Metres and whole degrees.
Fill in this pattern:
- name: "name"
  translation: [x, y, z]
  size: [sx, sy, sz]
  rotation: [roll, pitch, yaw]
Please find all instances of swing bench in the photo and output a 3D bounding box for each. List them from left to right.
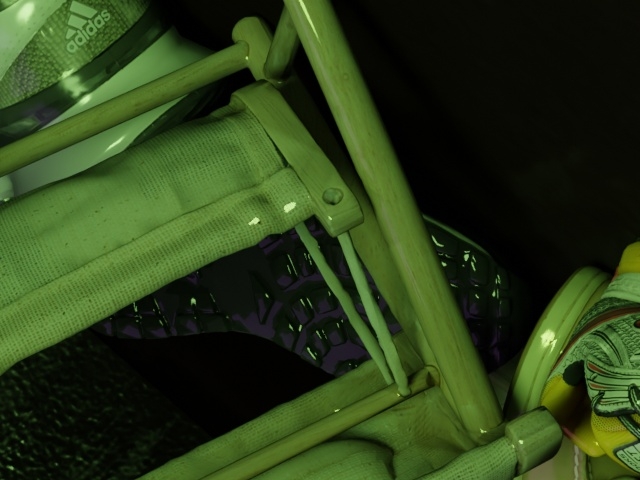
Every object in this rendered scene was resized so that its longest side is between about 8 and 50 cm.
- name: "swing bench"
  translation: [-0.075, 0.042, 0.828]
  size: [0.255, 0.253, 0.165]
  rotation: [64, 170, 6]

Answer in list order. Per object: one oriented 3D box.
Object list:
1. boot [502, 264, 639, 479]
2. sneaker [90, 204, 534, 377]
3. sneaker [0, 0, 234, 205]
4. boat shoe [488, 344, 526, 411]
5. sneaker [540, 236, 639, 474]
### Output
- name: "boot"
  translation: [0.183, 0.146, 0.888]
  size: [0.203, 0.095, 0.262]
  rotation: [19, 128, 30]
- name: "sneaker"
  translation: [0.000, 0.000, 1.053]
  size: [0.283, 0.124, 0.107]
  rotation: [10, 112, 32]
- name: "sneaker"
  translation: [-0.225, -0.141, 1.137]
  size: [0.257, 0.169, 0.447]
  rotation: [53, 158, -12]
- name: "boat shoe"
  translation: [0.187, 0.190, 1.062]
  size: [0.341, 0.110, 0.121]
  rotation: [39, 168, 10]
- name: "sneaker"
  translation: [0.156, 0.057, 0.726]
  size: [0.088, 0.093, 0.225]
  rotation: [43, 167, -10]
